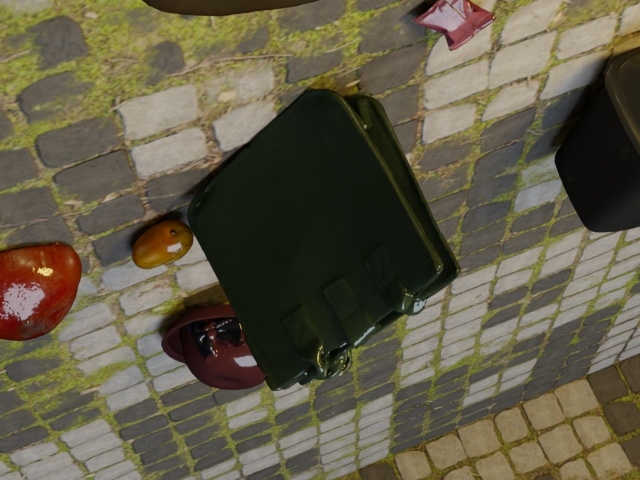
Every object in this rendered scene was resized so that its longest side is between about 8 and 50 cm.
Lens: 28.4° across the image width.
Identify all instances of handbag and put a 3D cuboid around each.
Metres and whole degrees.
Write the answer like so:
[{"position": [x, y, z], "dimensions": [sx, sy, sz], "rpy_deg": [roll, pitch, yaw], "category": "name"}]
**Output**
[{"position": [0.001, -0.001, 1.347], "dimensions": [0.247, 0.260, 0.079], "rpy_deg": [-38, 158, 28], "category": "handbag"}]

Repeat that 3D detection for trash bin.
[{"position": [0.436, -0.135, 1.591], "dimensions": [0.209, 0.182, 0.290], "rpy_deg": [-16, 161, -21], "category": "trash bin"}]

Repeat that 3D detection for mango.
[{"position": [-0.184, 0.008, 1.458], "dimensions": [0.060, 0.046, 0.089], "rpy_deg": [0, 152, -46], "category": "mango"}]

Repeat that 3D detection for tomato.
[{"position": [-0.333, 0.068, 1.415], "dimensions": [0.156, 0.069, 0.155], "rpy_deg": [-21, 157, -10], "category": "tomato"}]

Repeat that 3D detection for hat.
[{"position": [-0.119, 0.154, 1.730], "dimensions": [0.205, 0.089, 0.205], "rpy_deg": [-2, 157, -1], "category": "hat"}]

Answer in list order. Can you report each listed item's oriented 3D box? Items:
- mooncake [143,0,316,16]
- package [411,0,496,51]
[{"position": [-0.040, -0.284, 0.817], "dimensions": [0.290, 0.161, 0.290], "rpy_deg": [-19, 158, -8], "category": "mooncake"}, {"position": [0.135, -0.226, 1.284], "dimensions": [0.059, 0.029, 0.083], "rpy_deg": [-38, 145, 22], "category": "package"}]
